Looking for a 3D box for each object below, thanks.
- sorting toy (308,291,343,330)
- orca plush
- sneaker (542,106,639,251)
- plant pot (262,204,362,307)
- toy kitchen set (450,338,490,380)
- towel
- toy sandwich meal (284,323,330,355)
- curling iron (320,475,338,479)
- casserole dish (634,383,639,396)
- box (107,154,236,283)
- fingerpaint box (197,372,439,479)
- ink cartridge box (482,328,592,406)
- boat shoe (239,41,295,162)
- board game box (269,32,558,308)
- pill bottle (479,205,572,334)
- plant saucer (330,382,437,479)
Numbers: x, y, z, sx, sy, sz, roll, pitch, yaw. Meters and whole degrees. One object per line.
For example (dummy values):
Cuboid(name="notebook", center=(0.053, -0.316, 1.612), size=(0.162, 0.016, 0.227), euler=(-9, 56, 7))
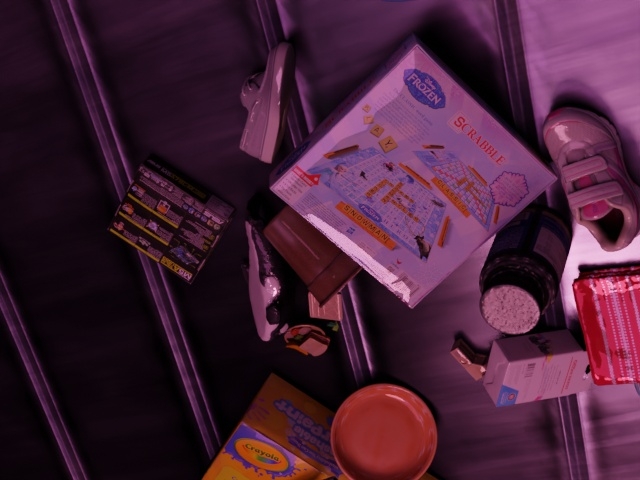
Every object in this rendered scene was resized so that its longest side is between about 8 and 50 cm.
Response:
Cuboid(name="sorting toy", center=(0.011, 0.130, 2.160), size=(0.062, 0.012, 0.083), euler=(4, 119, 15))
Cuboid(name="orca plush", center=(-0.076, 0.049, 2.121), size=(0.151, 0.102, 0.287), euler=(-148, 44, -63))
Cuboid(name="sneaker", center=(0.418, -0.088, 1.779), size=(0.103, 0.111, 0.252), euler=(-27, 108, 34))
Cuboid(name="plant pot", center=(0.000, 0.000, 1.994), size=(0.165, 0.167, 0.167), euler=(44, 128, 0))
Cuboid(name="toy kitchen set", center=(0.280, 0.206, 2.060), size=(0.075, 0.068, 0.083), euler=(47, 126, -11))
Cuboid(name="towel", center=(0.553, 0.133, 1.885), size=(0.275, 0.031, 0.198), euler=(-8, 100, 27))
Cuboid(name="toy sandwich meal", center=(-0.026, 0.187, 2.187), size=(0.086, 0.029, 0.085), euler=(0, 141, 0))
Cuboid(name="curling iron", center=(-0.052, 0.496, 2.205), size=(0.068, 0.035, 0.274), euler=(40, 129, -11))
Cuboid(name="casserole dish", center=(0.569, 0.204, 1.957), size=(0.114, 0.037, 0.188), euler=(-3, 119, 24))
Cuboid(name="box", center=(-0.274, -0.037, 2.153), size=(0.191, 0.045, 0.184), euler=(33, 130, -1))
Cuboid(name="fingerpaint box", center=(-0.012, 0.528, 2.337), size=(0.445, 0.163, 0.371), euler=(32, 129, 0))
Cuboid(name="ink cartridge box", center=(0.376, 0.214, 1.997), size=(0.181, 0.061, 0.104), euler=(-6, 128, -19))
Cuboid(name="boat shoe", center=(-0.096, -0.228, 1.927), size=(0.081, 0.079, 0.227), euler=(17, 130, 6))
Cuboid(name="board game box", center=(0.142, -0.100, 1.820), size=(0.319, 0.066, 0.318), euler=(41, 109, -21))
Cuboid(name="pill bottle", center=(0.318, 0.047, 1.843), size=(0.123, 0.219, 0.122), euler=(11, 125, 16))
Cuboid(name="plant saucer", center=(0.117, 0.366, 2.192), size=(0.200, 0.037, 0.199), euler=(0, 85, -4))
